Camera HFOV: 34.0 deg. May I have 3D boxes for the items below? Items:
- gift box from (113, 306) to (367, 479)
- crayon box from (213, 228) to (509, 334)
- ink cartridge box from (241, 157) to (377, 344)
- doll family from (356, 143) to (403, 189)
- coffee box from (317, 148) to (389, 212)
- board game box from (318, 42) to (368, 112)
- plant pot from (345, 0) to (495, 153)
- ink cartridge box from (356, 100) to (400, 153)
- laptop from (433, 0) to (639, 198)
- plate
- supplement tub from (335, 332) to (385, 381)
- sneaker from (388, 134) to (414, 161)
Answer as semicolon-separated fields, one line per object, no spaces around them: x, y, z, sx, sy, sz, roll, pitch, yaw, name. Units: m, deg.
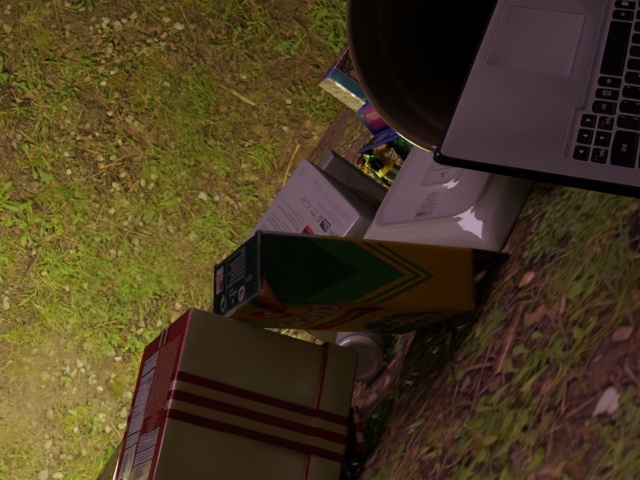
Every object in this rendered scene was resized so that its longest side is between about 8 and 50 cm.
-0.103;0.263;1.316;0.255;0.258;0.276;148;136;-63;gift box
0.047;0.058;1.282;0.202;0.319;0.081;145;127;-65;crayon box
-0.015;0.044;1.741;0.271;0.130;0.309;-54;27;8;ink cartridge box
0.139;-0.177;2.058;0.193;0.111;0.076;-50;10;25;doll family
0.000;0.000;1.960;0.297;0.168;0.119;-53;9;8;coffee box
0.177;-0.393;2.257;0.291;0.232;0.141;-55;8;-3;board game box
0.240;-0.285;1.333;0.280;0.323;0.323;-21;-21;-48;plant pot
0.185;-0.267;1.699;0.186;0.065;0.311;-16;27;52;ink cartridge box
0.340;-0.230;0.879;0.382;0.408;0.236;-64;-21;-46;laptop
0.185;-0.088;1.450;0.277;0.045;0.278;-7;47;51;plate
0.056;0.144;1.466;0.071;0.071;0.107;-51;11;22;supplement tub
0.196;-0.191;1.756;0.146;0.134;0.343;-44;16;17;sneaker
